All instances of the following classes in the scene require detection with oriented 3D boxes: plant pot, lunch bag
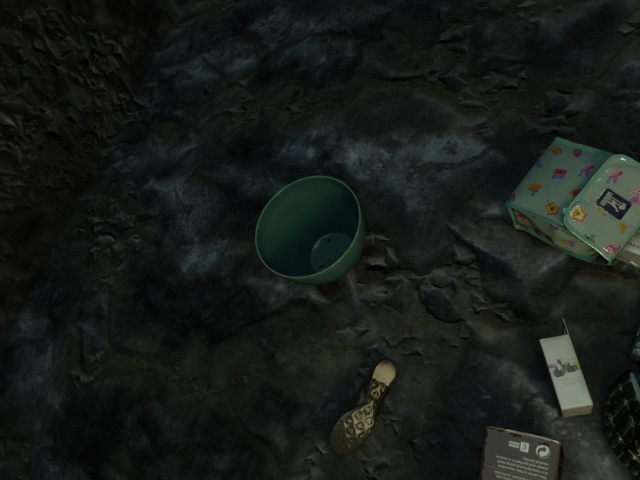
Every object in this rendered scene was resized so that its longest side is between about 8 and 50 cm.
[{"bbox_3d":[0.000,0.000,1.402,0.291,0.195,0.290,-11,61,20],"label":"plant pot"},{"bbox_3d":[0.593,-0.087,1.180,0.223,0.160,0.262,-50,45,-4],"label":"lunch bag"}]

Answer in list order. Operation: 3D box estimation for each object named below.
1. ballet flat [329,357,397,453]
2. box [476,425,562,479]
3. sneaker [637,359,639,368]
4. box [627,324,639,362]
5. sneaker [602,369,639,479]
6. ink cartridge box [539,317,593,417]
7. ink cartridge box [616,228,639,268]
[{"bbox_3d":[0.102,0.389,1.244,0.084,0.058,0.249,31,84,-2],"label":"ballet flat"},{"bbox_3d":[0.352,0.555,0.956,0.143,0.191,0.381,3,65,28],"label":"box"},{"bbox_3d":[0.609,0.271,0.918,0.162,0.282,0.106,52,126,46],"label":"sneaker"},{"bbox_3d":[0.749,0.191,1.048,0.191,0.045,0.184,21,73,33],"label":"box"},{"bbox_3d":[0.645,0.394,0.958,0.147,0.129,0.329,0,49,-9],"label":"sneaker"},{"bbox_3d":[0.502,0.263,1.088,0.062,0.104,0.181,-16,58,17],"label":"ink cartridge box"},{"bbox_3d":[0.733,-0.013,1.148,0.109,0.063,0.150,28,78,33],"label":"ink cartridge box"}]
